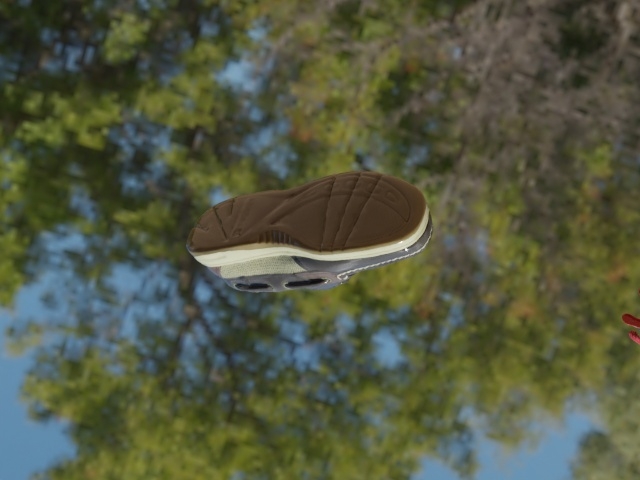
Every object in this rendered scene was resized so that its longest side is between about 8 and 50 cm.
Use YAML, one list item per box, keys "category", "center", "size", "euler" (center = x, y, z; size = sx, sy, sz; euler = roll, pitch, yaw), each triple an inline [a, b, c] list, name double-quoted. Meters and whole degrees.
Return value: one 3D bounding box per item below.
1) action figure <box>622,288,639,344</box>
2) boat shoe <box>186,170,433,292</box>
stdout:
- category: "action figure"
  center: [0.257, 0.065, 1.306]
  size: [0.030, 0.038, 0.115]
  euler: [26, 174, 28]
- category: "boat shoe"
  center: [-0.001, 0.001, 1.318]
  size: [0.223, 0.080, 0.073]
  euler: [-5, 139, 36]
